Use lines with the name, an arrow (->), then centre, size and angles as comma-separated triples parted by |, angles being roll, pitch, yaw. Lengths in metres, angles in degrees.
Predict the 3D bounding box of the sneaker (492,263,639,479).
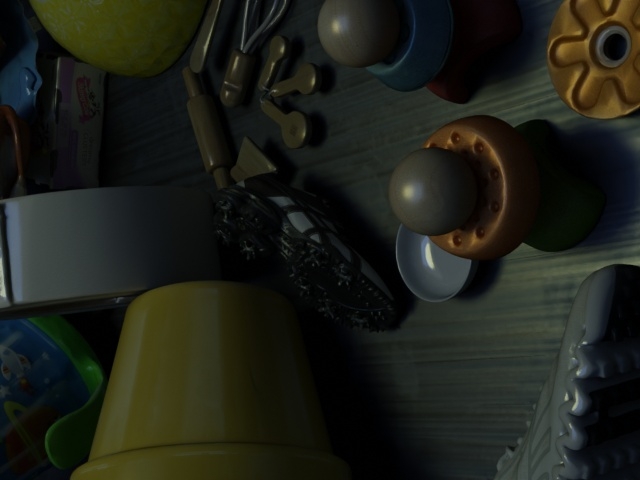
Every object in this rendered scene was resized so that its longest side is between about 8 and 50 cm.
sneaker -> 0.173, 0.155, 0.705 | 0.118, 0.110, 0.292 | 21, 108, 56

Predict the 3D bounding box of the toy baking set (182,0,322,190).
toy baking set -> -0.073, -0.163, 1.020 | 0.196, 0.030, 0.256 | -38, 65, 40

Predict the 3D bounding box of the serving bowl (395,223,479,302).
serving bowl -> 0.100, 0.008, 0.828 | 0.083, 0.027, 0.083 | 5, 97, 49

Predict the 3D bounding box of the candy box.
candy box -> -0.357, -0.162, 1.310 | 0.196, 0.070, 0.165 | 18, 105, 47

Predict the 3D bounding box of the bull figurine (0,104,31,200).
bull figurine -> -0.451, -0.068, 1.258 | 0.310, 0.101, 0.189 | -16, 73, 50

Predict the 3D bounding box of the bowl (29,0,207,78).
bowl -> -0.260, -0.328, 1.124 | 0.289, 0.156, 0.290 | 6, 97, 49

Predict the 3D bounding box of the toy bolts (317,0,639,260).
toy bolts -> 0.107, -0.123, 0.712 | 0.228, 0.158, 0.218 | 55, 130, 31

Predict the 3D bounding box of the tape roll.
tape roll -> -0.245, 0.018, 1.032 | 0.286, 0.286, 0.100 | -12, 83, 49

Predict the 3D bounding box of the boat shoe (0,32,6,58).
boat shoe -> -0.473, -0.203, 1.249 | 0.324, 0.123, 0.116 | -38, 73, 52

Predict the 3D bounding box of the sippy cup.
sippy cup -> -0.410, 0.215, 1.219 | 0.240, 0.224, 0.305 | 47, 133, -1

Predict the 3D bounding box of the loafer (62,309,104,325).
loafer -> -0.395, 0.060, 1.323 | 0.366, 0.130, 0.134 | -20, 78, 48

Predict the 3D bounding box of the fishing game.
fishing game -> -0.385, -0.226, 1.255 | 0.189, 0.041, 0.264 | -15, 89, 50

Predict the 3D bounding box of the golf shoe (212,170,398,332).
golf shoe -> 0.000, 0.000, 0.912 | 0.198, 0.094, 0.077 | 37, 138, 12

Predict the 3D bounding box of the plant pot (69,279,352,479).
plant pot -> -0.099, 0.176, 0.925 | 0.254, 0.254, 0.239 | -31, 53, 45
